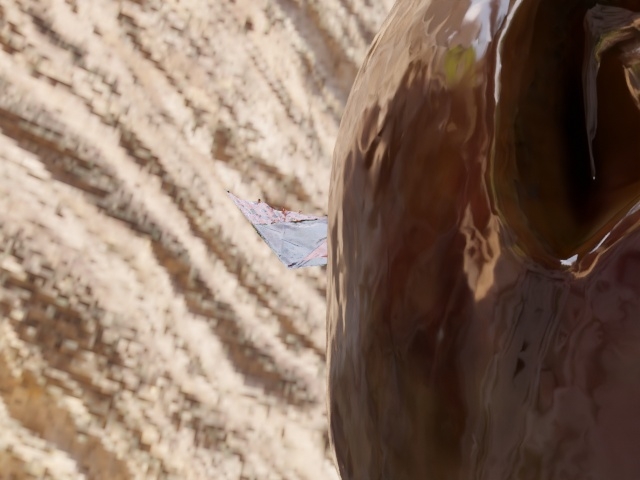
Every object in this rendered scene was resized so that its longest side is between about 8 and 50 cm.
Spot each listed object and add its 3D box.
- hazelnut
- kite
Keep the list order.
[{"bbox_3d":[0.172,0.022,0.737,0.402,0.402,0.429,-5,-48,11],"label":"hazelnut"},{"bbox_3d":[0.000,0.001,1.322,0.222,0.125,0.008,12,-68,20],"label":"kite"}]
